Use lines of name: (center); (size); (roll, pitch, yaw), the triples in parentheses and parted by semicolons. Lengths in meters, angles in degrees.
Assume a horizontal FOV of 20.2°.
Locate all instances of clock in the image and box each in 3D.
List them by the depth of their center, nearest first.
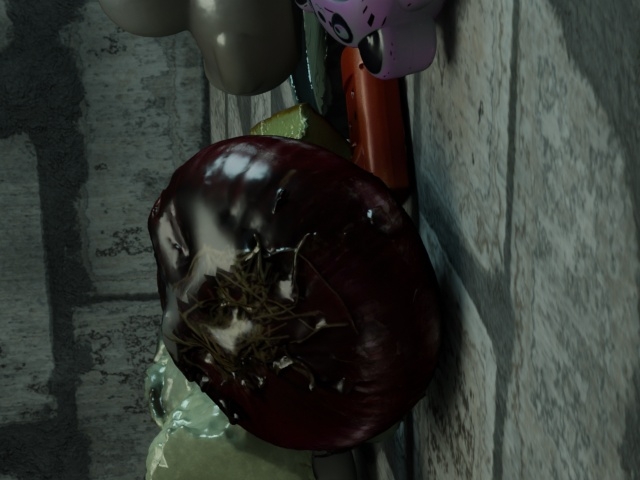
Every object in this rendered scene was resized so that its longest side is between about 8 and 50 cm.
clock: (0.036, -0.276, 1.495); (0.227, 0.090, 0.248); (49, 146, 46)
clock: (0.048, -0.111, 1.749); (0.113, 0.061, 0.155); (112, 156, -77)
clock: (0.008, -0.262, 1.939); (0.312, 0.061, 0.312); (176, 90, -81)

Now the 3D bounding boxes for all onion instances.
onion: (-0.016, 0.045, 1.641); (0.314, 0.232, 0.314); (22, 127, 33)

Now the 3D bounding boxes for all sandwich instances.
sandwich: (-0.017, -0.065, 1.805); (0.244, 0.088, 0.090); (44, -138, -65)

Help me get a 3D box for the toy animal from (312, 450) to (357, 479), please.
toy animal: (-0.046, 0.215, 2.084); (0.212, 0.212, 0.267); (127, 145, -77)

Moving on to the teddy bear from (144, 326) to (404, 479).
teddy bear: (-0.038, 0.222, 1.885); (0.375, 0.327, 0.362); (48, -159, -6)

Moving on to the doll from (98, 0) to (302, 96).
doll: (-0.126, -0.256, 1.856); (0.251, 0.221, 0.221); (74, -175, -55)
